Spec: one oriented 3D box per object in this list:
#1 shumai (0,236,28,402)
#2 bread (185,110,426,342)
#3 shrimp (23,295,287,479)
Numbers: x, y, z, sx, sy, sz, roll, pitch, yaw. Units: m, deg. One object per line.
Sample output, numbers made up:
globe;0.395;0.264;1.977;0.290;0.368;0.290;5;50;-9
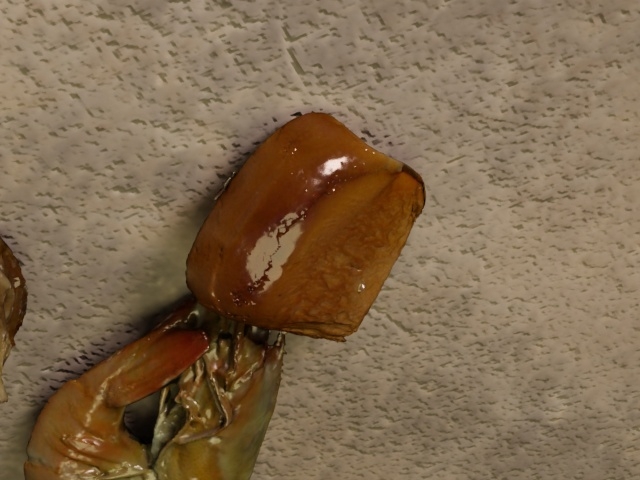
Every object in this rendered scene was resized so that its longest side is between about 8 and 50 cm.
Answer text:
shumai;-0.230;0.036;0.948;0.123;0.105;0.139;-13;110;7
bread;0.000;0.000;0.959;0.126;0.044;0.129;23;102;-37
shrimp;-0.094;0.105;1.060;0.145;0.061;0.267;19;129;-17
